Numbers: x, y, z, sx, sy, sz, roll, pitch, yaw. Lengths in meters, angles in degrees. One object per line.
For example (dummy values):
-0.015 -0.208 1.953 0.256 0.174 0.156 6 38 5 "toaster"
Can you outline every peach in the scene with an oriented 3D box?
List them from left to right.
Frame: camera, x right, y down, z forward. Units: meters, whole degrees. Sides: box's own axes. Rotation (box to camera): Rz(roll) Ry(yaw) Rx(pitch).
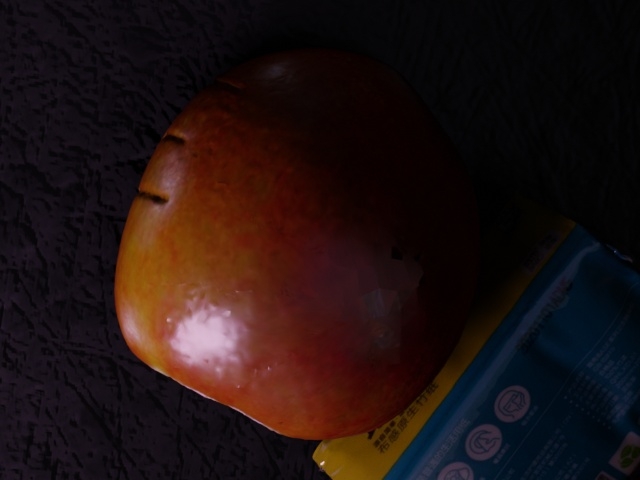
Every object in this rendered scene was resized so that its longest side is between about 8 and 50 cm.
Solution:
0.000 0.000 1.205 0.249 0.245 0.274 22 88 -50 "peach"

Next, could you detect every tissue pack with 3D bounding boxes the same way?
0.150 0.122 1.307 0.192 0.134 0.271 36 93 -30 "tissue pack"

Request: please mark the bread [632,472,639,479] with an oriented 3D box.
0.373 0.241 1.389 0.316 0.211 0.270 -8 101 -23 "bread"
